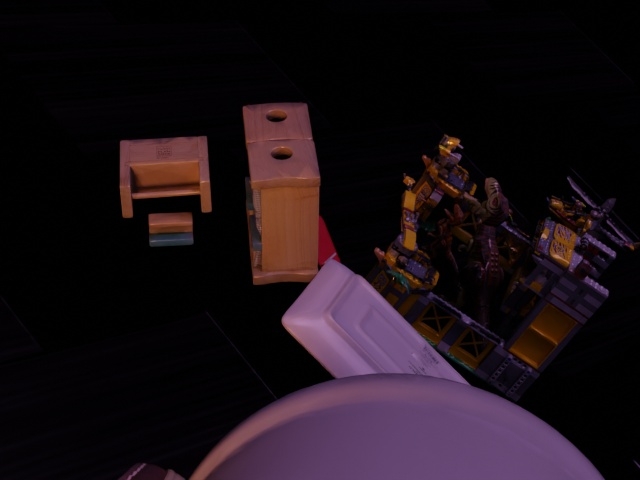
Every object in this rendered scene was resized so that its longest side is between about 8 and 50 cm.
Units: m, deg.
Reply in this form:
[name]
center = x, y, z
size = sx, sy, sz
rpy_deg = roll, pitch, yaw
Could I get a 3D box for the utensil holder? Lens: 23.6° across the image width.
[utensil holder]
center = 0.024, 0.284, 0.826
size = 0.327, 0.327, 0.385
rpy_deg = 36, 16, 0

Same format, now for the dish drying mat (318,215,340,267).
[dish drying mat]
center = 0.000, 0.000, 1.601
size = 0.032, 0.008, 0.083
rpy_deg = 12, 38, -32

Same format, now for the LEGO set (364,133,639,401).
[LEGO set]
center = 0.197, -0.007, 1.624
size = 0.255, 0.192, 0.331
rpy_deg = 38, 31, 4

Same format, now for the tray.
[tray]
center = 0.088, 0.133, 1.444
size = 0.270, 0.030, 0.145
rpy_deg = 45, 29, -4

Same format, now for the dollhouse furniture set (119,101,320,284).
[dollhouse furniture set]
center = -0.098, -0.045, 1.493
size = 0.184, 0.129, 0.129
rpy_deg = -3, 39, -5

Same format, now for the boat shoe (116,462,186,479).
[boat shoe]
center = -0.212, 0.222, 0.993
size = 0.123, 0.123, 0.342
rpy_deg = 42, 38, 7
